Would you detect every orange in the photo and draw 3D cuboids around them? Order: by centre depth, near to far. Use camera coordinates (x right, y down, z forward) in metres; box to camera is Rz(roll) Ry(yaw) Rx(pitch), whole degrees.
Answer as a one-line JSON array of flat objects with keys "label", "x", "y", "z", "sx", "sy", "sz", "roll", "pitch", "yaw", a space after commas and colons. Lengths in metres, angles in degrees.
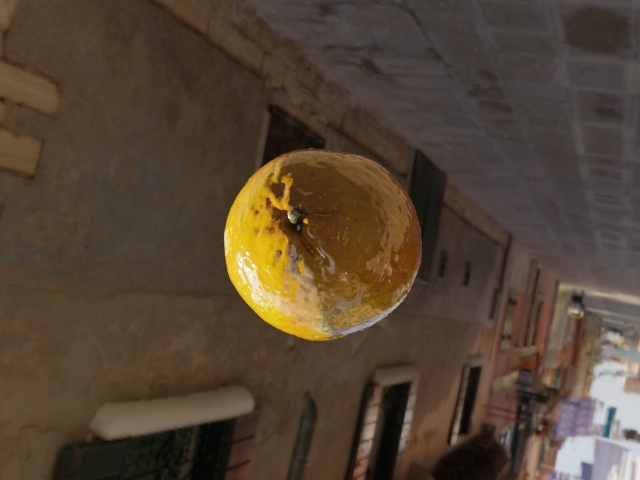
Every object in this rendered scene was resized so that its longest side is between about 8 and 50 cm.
[{"label": "orange", "x": 0.002, "y": 0.000, "z": 0.663, "sx": 0.177, "sy": 0.178, "sz": 0.155, "roll": 11, "pitch": 154, "yaw": -4}]
